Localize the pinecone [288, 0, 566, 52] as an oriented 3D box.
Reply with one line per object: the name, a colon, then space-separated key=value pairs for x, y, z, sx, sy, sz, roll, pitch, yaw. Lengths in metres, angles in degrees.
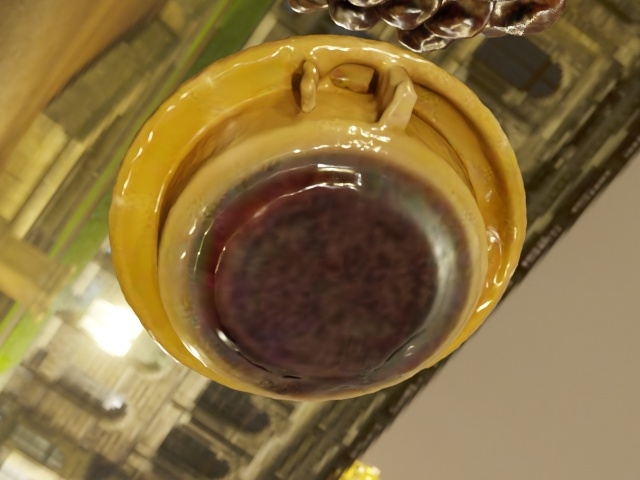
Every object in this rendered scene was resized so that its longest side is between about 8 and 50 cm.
pinecone: x=0.090 y=-0.240 z=0.630 sx=0.292 sy=0.246 sz=0.246 roll=-37 pitch=173 yaw=-47

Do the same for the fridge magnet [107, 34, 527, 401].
fridge magnet: x=0.000 y=0.000 z=0.392 sx=0.143 sy=0.143 sz=0.063 roll=-52 pitch=-158 yaw=21
